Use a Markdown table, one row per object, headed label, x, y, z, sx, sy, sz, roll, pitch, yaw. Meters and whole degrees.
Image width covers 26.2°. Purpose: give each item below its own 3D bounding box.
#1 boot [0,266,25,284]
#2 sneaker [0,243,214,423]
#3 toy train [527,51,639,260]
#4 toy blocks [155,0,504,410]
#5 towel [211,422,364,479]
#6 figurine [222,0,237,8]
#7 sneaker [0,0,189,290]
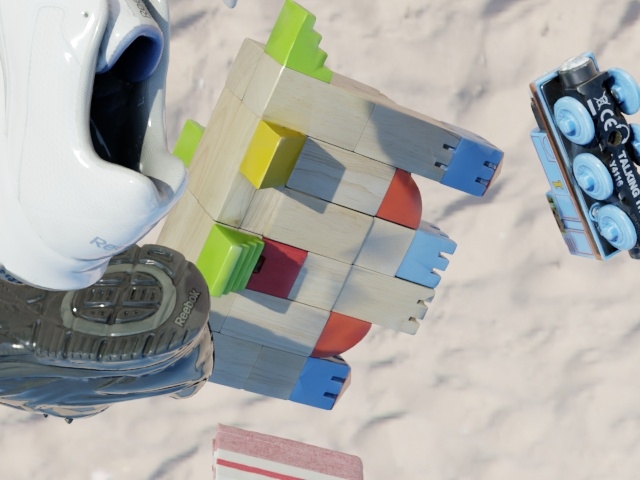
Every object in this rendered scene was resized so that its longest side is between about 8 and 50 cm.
| label | x | y | z | sx | sy | sz | roll | pitch | yaw |
| --- | --- | --- | --- | --- | --- | --- | --- | --- | --- |
| boot | -0.337 | 0.026 | 1.712 | 0.236 | 0.085 | 0.178 | -23 | 150 | 28 |
| sneaker | -0.207 | 0.076 | 0.929 | 0.286 | 0.109 | 0.130 | 2 | 147 | 10 |
| toy train | 0.228 | -0.067 | 1.142 | 0.080 | 0.105 | 0.184 | -32 | 107 | -20 |
| toy blocks | 0.000 | 0.000 | 1.258 | 0.261 | 0.191 | 0.381 | 18 | 105 | -30 |
| towel | -0.043 | 0.401 | 1.932 | 0.237 | 0.329 | 0.037 | 15 | 122 | -12 |
| figurine | -0.078 | -0.362 | 1.335 | 0.215 | 0.092 | 0.209 | -42 | 111 | 1 |
| sneaker | -0.134 | -0.128 | 0.721 | 0.129 | 0.297 | 0.111 | -21 | 174 | 43 |
